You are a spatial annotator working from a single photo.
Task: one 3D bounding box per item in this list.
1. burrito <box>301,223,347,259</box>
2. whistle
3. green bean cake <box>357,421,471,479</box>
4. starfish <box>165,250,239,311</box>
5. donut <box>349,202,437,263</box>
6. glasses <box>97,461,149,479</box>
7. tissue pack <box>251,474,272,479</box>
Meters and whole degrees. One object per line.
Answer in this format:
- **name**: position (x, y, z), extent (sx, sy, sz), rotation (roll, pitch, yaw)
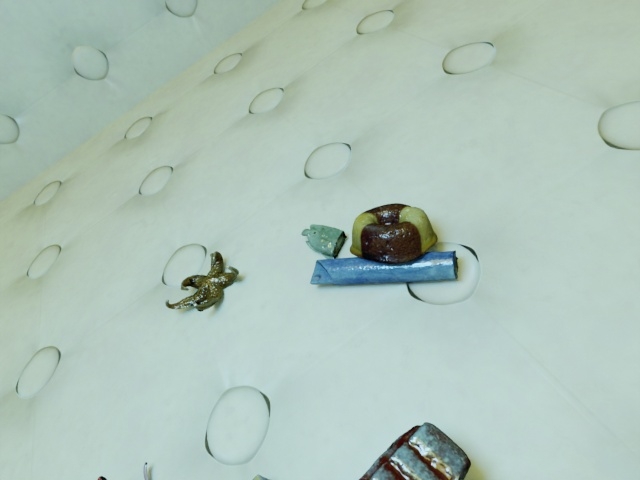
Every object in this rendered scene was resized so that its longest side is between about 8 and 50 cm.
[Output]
- **burrito**: position (0.002, -0.003, 0.945), extent (0.118, 0.044, 0.074), rotation (22, 72, 34)
- **whistle**: position (0.120, 0.059, 0.819), extent (0.304, 0.062, 0.062), rotation (-5, 53, 25)
- **green bean cake**: position (0.095, 0.370, 0.549), extent (0.232, 0.198, 0.097), rotation (-37, 53, -23)
- **starfish**: position (-0.288, 0.117, 0.986), extent (0.190, 0.074, 0.146), rotation (-42, 46, -6)
- **donut**: position (0.142, -0.020, 0.818), extent (0.166, 0.073, 0.184), rotation (-24, 24, -19)
- **glasses**: position (-0.341, 0.522, 0.717), extent (0.255, 0.095, 0.162), rotation (22, 96, 37)
- **tissue pack**: position (-0.116, 0.470, 0.630), extent (0.148, 0.060, 0.108), rotation (-43, 46, -5)
